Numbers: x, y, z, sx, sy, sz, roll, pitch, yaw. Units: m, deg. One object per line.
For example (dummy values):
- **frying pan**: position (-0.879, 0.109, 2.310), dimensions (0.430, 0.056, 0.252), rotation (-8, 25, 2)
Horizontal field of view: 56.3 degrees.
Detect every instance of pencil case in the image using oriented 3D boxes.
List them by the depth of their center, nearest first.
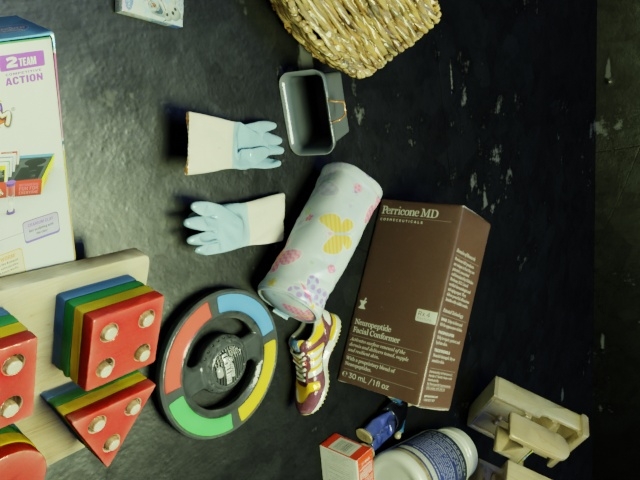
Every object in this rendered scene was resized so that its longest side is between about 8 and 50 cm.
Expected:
- **pencil case**: position (0.000, 0.000, 0.996), dimensions (0.114, 0.124, 0.273), rotation (35, 65, -18)

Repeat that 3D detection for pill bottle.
- **pill bottle**: position (0.234, 0.508, 1.328), dimensions (0.265, 0.153, 0.153), rotation (-2, 98, -50)

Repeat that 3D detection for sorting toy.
- **sorting toy**: position (-0.283, 0.161, 0.625), dimensions (0.257, 0.090, 0.255), rotation (-18, 128, -53)

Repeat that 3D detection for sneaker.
- **sneaker**: position (-0.026, 0.207, 1.042), dimensions (0.084, 0.070, 0.185), rotation (25, 70, -40)

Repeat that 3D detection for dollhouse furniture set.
- **dollhouse furniture set**: position (0.489, 0.570, 1.449), dimensions (0.394, 0.257, 0.362), rotation (-62, 176, -50)

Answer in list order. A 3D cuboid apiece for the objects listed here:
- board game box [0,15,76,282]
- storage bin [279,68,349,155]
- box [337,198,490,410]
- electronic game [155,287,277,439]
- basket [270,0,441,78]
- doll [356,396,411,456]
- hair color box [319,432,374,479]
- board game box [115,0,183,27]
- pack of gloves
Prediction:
- **board game box**: position (-0.345, -0.020, 0.528), dimensions (0.242, 0.064, 0.316), rotation (-29, 139, -45)
- **storage bin**: position (0.003, -0.219, 0.986), dimensions (0.091, 0.098, 0.135), rotation (-39, 125, -52)
- **box**: position (0.186, 0.120, 1.177), dimensions (0.143, 0.191, 0.381), rotation (25, 76, -49)
- **electronic game**: position (-0.148, 0.184, 0.899), dimensions (0.229, 0.048, 0.229), rotation (-12, 105, -49)
- **basket**: position (0.008, -0.423, 0.939), dimensions (0.214, 0.223, 0.299), rotation (-39, 128, 1)
- **doll**: position (0.151, 0.380, 1.290), dimensions (0.189, 0.046, 0.128), rotation (-28, 118, -44)
- **hair color box**: position (0.055, 0.468, 1.153), dimensions (0.053, 0.093, 0.167), rotation (-20, 112, -47)
- **board game box**: position (-0.215, -0.324, 0.756), dimensions (0.090, 0.020, 0.090), rotation (-4, 99, -50)
- **pack of gloves**: position (-0.133, -0.084, 0.890), dimensions (0.232, 0.046, 0.194), rotation (-12, 106, -59)
